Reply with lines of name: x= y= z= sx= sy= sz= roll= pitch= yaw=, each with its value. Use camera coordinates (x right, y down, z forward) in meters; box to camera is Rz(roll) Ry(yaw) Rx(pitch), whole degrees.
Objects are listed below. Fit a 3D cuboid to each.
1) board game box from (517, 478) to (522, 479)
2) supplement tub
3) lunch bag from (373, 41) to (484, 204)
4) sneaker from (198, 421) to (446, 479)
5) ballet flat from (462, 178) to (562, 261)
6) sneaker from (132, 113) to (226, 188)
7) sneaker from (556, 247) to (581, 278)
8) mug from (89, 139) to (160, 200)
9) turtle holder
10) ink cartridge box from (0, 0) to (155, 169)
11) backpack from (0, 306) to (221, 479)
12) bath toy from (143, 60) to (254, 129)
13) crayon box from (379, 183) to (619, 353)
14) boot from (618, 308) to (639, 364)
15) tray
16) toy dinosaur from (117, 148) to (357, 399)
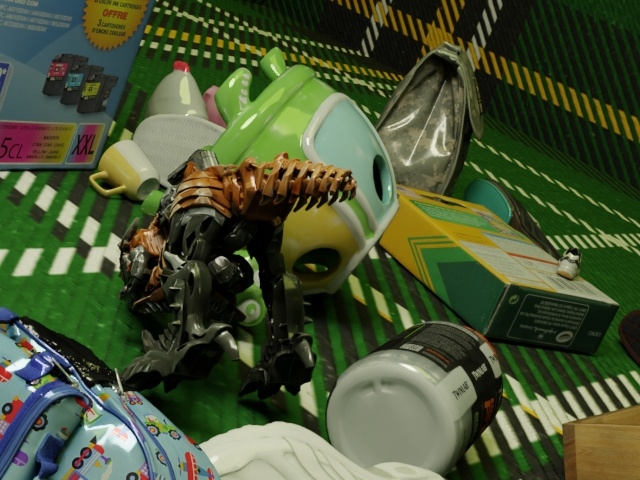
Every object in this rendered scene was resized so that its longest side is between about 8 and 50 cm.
board game box: x=0.184 y=0.283 z=0.626 sx=0.224 sy=0.097 sz=0.303 roll=24 pitch=15 yaw=12
supplement tub: x=0.090 y=0.136 z=0.933 sx=0.117 sy=0.117 sz=0.190 roll=27 pitch=18 yaw=18
lunch bag: x=0.174 y=-0.179 z=1.728 sx=0.169 sy=0.287 sz=0.235 roll=23 pitch=16 yaw=5
sneaker: x=0.008 y=0.193 z=0.709 sx=0.232 sy=0.090 sz=0.115 roll=14 pitch=22 yaw=-22
ballet flat: x=0.311 y=0.002 z=1.694 sx=0.096 sy=0.095 sz=0.280 roll=24 pitch=24 yaw=-29
sneaker: x=-0.100 y=-0.086 z=1.459 sx=0.293 sy=0.108 sz=0.169 roll=18 pitch=-3 yaw=14
sneaker: x=0.338 y=0.026 z=1.436 sx=0.032 sy=0.037 sz=0.083 roll=23 pitch=15 yaw=8
mug: x=-0.235 y=-0.075 z=1.320 sx=0.064 sy=0.078 sz=0.062 roll=42 pitch=-8 yaw=29
turtle holder: x=-0.040 y=-0.054 z=1.161 sx=0.227 sy=0.243 sz=0.320 roll=39 pitch=8 yaw=-2
ink cartridge box: x=-0.332 y=-0.286 z=1.240 sx=0.151 sy=0.395 sz=0.270 roll=30 pitch=19 yaw=26
backpack: x=-0.146 y=0.138 z=0.558 sx=0.173 sy=0.158 sz=0.117 roll=33 pitch=-10 yaw=26
bath toy: x=-0.122 y=-0.190 z=1.676 sx=0.348 sy=0.129 sz=0.151 roll=7 pitch=-12 yaw=-42
crayon box: x=0.225 y=0.034 z=1.480 sx=0.203 sy=0.083 sz=0.323 roll=11 pitch=20 yaw=-32
boot: x=0.498 y=0.170 z=1.454 sx=0.106 sy=0.082 sz=0.219 roll=38 pitch=3 yaw=-30
tray: x=0.435 y=0.200 z=1.090 sx=0.203 sy=0.076 sz=0.411 roll=-6 pitch=-5 yaw=40
toy dinosaur: x=-0.089 y=0.013 z=0.895 sx=0.164 sy=0.218 sz=0.322 roll=1 pitch=-20 yaw=-16
